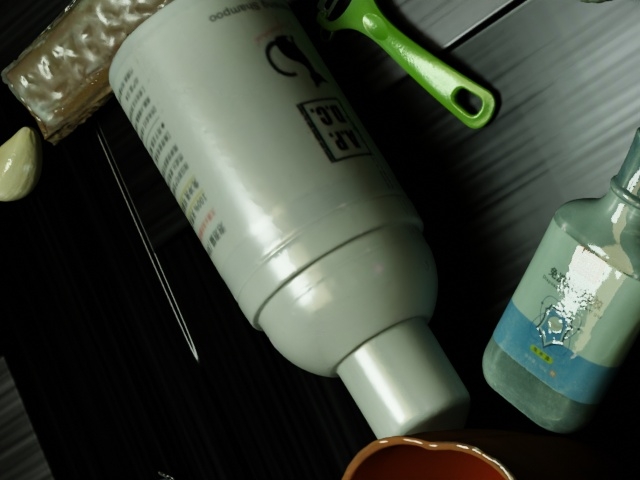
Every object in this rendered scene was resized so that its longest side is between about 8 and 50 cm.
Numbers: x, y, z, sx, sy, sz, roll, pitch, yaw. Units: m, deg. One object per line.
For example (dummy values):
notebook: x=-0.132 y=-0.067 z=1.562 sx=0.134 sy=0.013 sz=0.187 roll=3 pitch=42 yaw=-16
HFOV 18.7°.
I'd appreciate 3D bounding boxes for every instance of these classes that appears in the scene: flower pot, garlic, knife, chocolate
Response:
flower pot: x=0.119 y=0.204 z=1.277 sx=0.190 sy=0.173 sz=0.191 roll=5 pitch=99 yaw=36
garlic: x=-0.262 y=-0.059 z=1.625 sx=0.083 sy=0.041 sz=0.053 roll=-20 pitch=79 yaw=45
knife: x=0.059 y=-0.135 z=1.375 sx=0.166 sy=0.022 sz=0.078 roll=45 pitch=126 yaw=25
chocolate: x=-0.132 y=-0.194 z=1.489 sx=0.329 sy=0.065 sz=0.102 roll=-39 pitch=72 yaw=33

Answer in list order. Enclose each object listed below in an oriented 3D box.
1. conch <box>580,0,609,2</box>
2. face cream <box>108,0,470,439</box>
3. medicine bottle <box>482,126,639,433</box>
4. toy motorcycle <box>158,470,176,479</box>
conch: x=0.184 y=-0.191 z=1.249 sx=0.085 sy=0.056 sz=0.076 roll=-22 pitch=62 yaw=8
face cream: x=0.000 y=0.000 z=1.363 sx=0.145 sy=0.145 sz=0.370 roll=-44 pitch=71 yaw=33
medicine bottle: x=0.181 y=0.024 z=1.279 sx=0.090 sy=0.053 sz=0.208 roll=39 pitch=117 yaw=29
toy motorcycle: x=-0.091 y=0.268 z=1.472 sx=0.263 sy=0.091 sz=0.157 roll=12 pitch=62 yaw=44
